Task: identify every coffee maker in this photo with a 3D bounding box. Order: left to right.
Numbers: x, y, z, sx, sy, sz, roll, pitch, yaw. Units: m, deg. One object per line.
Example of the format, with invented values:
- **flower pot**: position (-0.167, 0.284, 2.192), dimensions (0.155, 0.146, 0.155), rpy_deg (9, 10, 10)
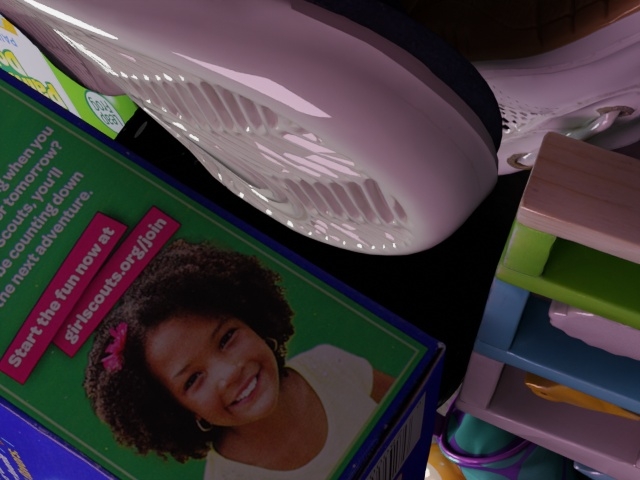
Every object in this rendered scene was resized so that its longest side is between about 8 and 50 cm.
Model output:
- **coffee maker**: position (0.000, 0.000, 0.708), dimensions (0.178, 0.120, 0.171), rpy_deg (43, 177, -22)

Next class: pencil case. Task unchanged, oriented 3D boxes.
- **pencil case**: position (0.117, 0.146, 0.879), dimensions (0.070, 0.064, 0.151), rpy_deg (-1, 137, 28)

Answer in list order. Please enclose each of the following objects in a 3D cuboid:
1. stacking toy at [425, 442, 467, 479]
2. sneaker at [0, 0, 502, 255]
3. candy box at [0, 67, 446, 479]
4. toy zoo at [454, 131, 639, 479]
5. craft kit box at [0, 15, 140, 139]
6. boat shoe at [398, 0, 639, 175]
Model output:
- **stacking toy**: position (0.049, 0.225, 1.086), dimensions (0.175, 0.166, 0.302), rpy_deg (44, 145, 12)
- **sneaker**: position (-0.031, -0.112, 0.495), dimensions (0.131, 0.148, 0.350), rpy_deg (41, 177, -35)
- **candy box**: position (-0.110, 0.053, 0.690), dimensions (0.317, 0.122, 0.268), rpy_deg (30, 160, 13)
- **toy zoo**: position (0.153, 0.060, 0.583), dimensions (0.192, 0.030, 0.293), rpy_deg (19, 161, 8)
- **craft kit box**: position (-0.190, -0.172, 0.851), dimensions (0.250, 0.061, 0.246), rpy_deg (23, 154, 44)
- **boat shoe**: position (0.083, -0.075, 0.492), dimensions (0.096, 0.098, 0.277), rpy_deg (22, 160, -25)
